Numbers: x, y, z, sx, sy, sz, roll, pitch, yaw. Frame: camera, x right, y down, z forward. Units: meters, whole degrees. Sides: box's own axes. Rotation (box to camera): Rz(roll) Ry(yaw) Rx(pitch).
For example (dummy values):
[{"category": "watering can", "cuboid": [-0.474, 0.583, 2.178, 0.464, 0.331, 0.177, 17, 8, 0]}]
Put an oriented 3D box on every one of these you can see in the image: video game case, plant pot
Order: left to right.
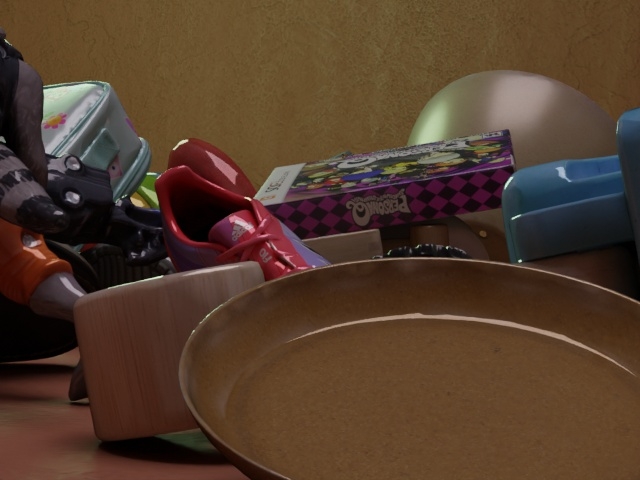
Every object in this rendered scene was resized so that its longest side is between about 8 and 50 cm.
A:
[{"category": "video game case", "cuboid": [0.061, -0.049, 1.469, 0.232, 0.042, 0.210, -9, 11, 8]}, {"category": "plant pot", "cuboid": [0.057, 0.068, 0.716, 0.236, 0.032, 0.236, 1, 24, 0]}, {"category": "plant pot", "cuboid": [0.207, -0.025, 1.888, 0.284, 0.284, 0.191, 2, 38, 26]}]

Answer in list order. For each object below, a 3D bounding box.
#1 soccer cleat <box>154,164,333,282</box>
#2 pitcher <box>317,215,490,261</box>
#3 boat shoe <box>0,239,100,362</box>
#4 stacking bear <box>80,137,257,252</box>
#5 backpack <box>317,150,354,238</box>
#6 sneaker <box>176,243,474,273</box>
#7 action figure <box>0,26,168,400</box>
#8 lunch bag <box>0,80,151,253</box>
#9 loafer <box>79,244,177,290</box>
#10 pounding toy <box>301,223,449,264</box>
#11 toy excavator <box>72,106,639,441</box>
[{"category": "soccer cleat", "cuboid": [-0.026, 0.028, 1.087, 0.083, 0.095, 0.248, -42, 44, -15]}, {"category": "pitcher", "cuboid": [0.043, 0.043, 1.513, 0.178, 0.125, 0.207, -34, 17, -28]}, {"category": "boat shoe", "cuboid": [-0.324, 0.050, 1.158, 0.355, 0.132, 0.130, 5, 25, -25]}, {"category": "stacking bear", "cuboid": [-0.209, 0.010, 1.685, 0.289, 0.175, 0.164, -13, 28, -43]}, {"category": "backpack", "cuboid": [0.000, 0.000, 1.839, 0.144, 0.166, 0.188, 39, 29, 31]}, {"category": "sneaker", "cuboid": [0.004, 0.064, 1.198, 0.271, 0.100, 0.108, 0, -21, 23]}, {"category": "action figure", "cuboid": [-0.209, -0.051, 1.109, 0.341, 0.178, 0.330, 10, 37, -32]}, {"category": "lunch bag", "cuboid": [-0.290, -0.026, 1.474, 0.224, 0.108, 0.279, -4, 38, 34]}, {"category": "loafer", "cuboid": [-0.171, 0.043, 1.468, 0.087, 0.094, 0.251, -6, 6, -40]}, {"category": "pounding toy", "cuboid": [0.014, 0.044, 1.363, 0.206, 0.094, 0.181, -8, -1, -11]}, {"category": "toy excavator", "cuboid": [0.142, 0.032, 0.950, 0.445, 0.222, 0.433, -14, -4, 25]}]
